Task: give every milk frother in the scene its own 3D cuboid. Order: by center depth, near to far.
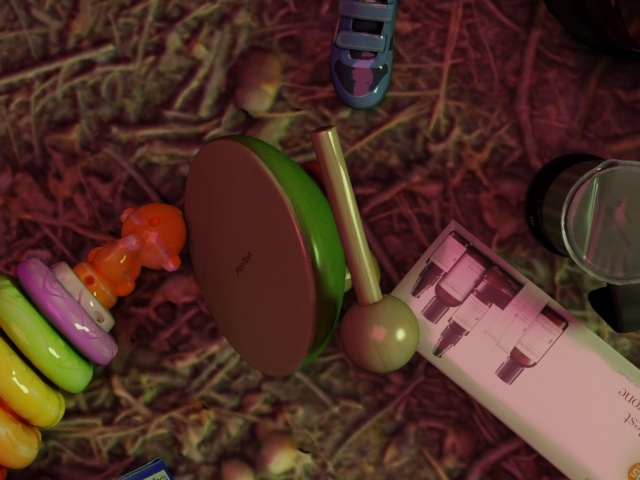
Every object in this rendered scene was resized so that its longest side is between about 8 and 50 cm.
[{"bbox_3d":[0.237,-0.017,0.720,0.143,0.135,0.129,-32,96,5],"label":"milk frother"}]

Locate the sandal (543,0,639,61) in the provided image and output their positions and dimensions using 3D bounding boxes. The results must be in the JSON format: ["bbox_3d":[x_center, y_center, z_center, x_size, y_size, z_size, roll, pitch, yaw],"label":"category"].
[{"bbox_3d":[0.191,-0.253,0.758,0.107,0.168,0.445,-39,75,28],"label":"sandal"}]

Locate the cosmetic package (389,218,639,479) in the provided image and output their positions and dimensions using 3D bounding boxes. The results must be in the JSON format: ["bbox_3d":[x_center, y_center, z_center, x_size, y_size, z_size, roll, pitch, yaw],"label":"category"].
[{"bbox_3d":[0.162,0.097,0.758,0.239,0.060,0.099,39,91,9],"label":"cosmetic package"}]

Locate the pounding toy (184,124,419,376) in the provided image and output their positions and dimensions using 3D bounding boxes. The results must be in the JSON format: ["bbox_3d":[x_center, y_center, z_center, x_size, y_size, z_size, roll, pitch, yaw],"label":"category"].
[{"bbox_3d":[0.000,0.000,0.741,0.110,0.237,0.182,-18,99,-31],"label":"pounding toy"}]

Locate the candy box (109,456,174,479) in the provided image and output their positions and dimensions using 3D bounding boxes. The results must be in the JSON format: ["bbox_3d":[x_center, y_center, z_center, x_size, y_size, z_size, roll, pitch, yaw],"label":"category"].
[{"bbox_3d":[-0.168,0.368,0.742,0.268,0.122,0.317,-33,81,3],"label":"candy box"}]

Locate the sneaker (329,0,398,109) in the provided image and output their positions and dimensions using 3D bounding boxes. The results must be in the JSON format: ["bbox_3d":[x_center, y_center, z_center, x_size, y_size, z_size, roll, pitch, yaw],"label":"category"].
[{"bbox_3d":[0.036,-0.177,0.799,0.053,0.059,0.144,7,87,5],"label":"sneaker"}]

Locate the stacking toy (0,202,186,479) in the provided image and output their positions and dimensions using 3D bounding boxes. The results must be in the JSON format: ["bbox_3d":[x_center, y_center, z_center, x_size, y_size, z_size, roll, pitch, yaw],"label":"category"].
[{"bbox_3d":[-0.225,0.074,0.774,0.302,0.165,0.175,-41,70,-10],"label":"stacking toy"}]
